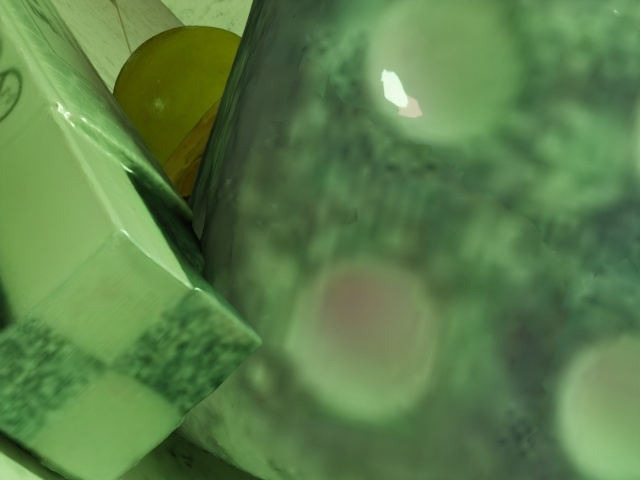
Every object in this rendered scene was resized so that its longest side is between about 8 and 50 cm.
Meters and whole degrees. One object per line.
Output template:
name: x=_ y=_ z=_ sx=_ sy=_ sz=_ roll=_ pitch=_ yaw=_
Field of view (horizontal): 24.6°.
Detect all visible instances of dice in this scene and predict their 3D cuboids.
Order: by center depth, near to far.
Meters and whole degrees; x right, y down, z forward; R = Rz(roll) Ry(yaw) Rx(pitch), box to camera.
dice: x=0.074 y=-0.008 z=0.728 sx=0.270 sy=0.271 sz=0.270 roll=16 pitch=0 yaw=-8

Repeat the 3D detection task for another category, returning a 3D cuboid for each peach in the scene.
peach: x=-0.071 y=-0.079 z=1.257 sx=0.251 sy=0.153 sz=0.251 roll=40 pitch=-9 yaw=8

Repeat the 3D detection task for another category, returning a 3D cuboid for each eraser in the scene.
eraser: x=-0.156 y=-0.065 z=0.667 sx=0.096 sy=0.098 sz=0.404 roll=42 pitch=8 yaw=-44

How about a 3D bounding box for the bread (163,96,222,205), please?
bread: x=0.002 y=-0.003 z=0.957 sx=0.236 sy=0.198 sz=0.120 roll=51 pitch=21 yaw=24
